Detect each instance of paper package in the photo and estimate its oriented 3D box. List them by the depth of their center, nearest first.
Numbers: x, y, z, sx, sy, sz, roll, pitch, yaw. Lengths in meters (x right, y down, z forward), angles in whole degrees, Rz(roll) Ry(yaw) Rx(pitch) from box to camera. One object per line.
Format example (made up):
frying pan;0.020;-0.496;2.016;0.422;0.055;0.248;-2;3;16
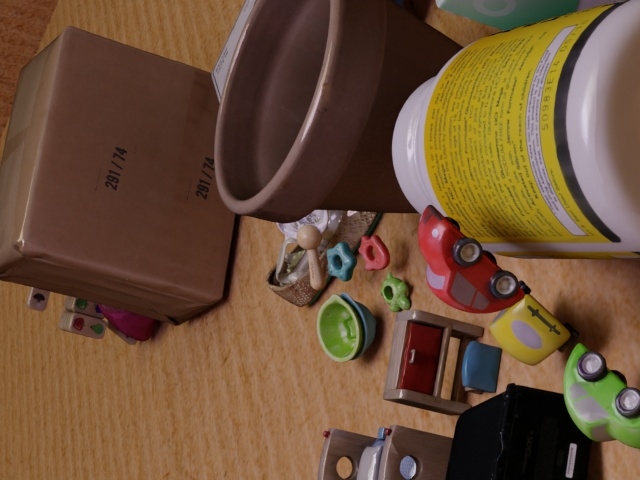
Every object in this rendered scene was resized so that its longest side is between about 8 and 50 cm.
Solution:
paper package;-0.268;-0.079;2.057;0.168;0.310;0.324;-25;53;55

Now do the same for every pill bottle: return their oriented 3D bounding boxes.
pill bottle;0.192;-0.079;1.182;0.334;0.188;0.187;-1;75;65

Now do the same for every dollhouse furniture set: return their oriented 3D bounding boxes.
dollhouse furniture set;0.090;0.148;1.338;0.129;0.129;0.183;-18;60;63

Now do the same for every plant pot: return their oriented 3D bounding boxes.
plant pot;0.051;-0.123;1.472;0.263;0.229;0.263;-46;35;47

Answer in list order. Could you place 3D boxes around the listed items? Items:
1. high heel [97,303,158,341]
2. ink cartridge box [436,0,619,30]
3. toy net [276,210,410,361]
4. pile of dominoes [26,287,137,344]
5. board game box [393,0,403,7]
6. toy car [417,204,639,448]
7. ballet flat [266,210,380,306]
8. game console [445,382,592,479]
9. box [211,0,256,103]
high heel;-0.244;-0.042;2.274;0.127;0.181;0.377;10;58;25
ink cartridge box;0.226;-0.238;1.218;0.225;0.181;0.056;-40;43;49
toy net;0.005;0.012;1.621;0.232;0.045;0.122;57;137;28
pile of dominoes;-0.315;0.020;2.258;0.040;0.196;0.251;4;78;54
board game box;0.027;-0.303;1.761;0.243;0.042;0.165;-132;34;-56
toy car;0.175;0.087;1.160;0.053;0.239;0.225;-47;55;5
ballet flat;0.000;0.000;1.712;0.206;0.067;0.073;-56;28;35
game console;0.155;0.183;1.216;0.071;0.107;0.122;93;-170;-54
box;-0.048;-0.195;1.920;0.169;0.087;0.290;-62;26;26
